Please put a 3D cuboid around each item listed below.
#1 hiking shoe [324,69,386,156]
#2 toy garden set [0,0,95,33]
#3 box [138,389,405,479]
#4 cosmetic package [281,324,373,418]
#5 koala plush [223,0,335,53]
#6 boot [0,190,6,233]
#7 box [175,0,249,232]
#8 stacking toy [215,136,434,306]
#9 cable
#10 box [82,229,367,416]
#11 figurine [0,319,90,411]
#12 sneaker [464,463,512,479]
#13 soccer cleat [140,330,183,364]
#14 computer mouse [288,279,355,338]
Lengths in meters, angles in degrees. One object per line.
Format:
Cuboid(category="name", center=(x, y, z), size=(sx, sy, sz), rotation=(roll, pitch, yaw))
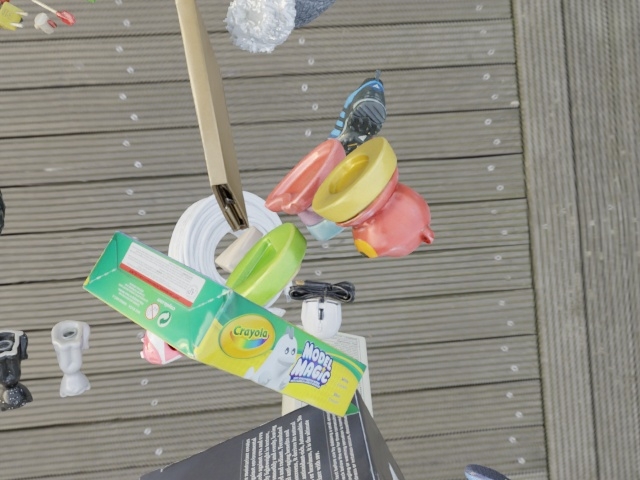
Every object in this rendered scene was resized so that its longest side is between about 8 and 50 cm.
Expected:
Cuboid(category="hiking shoe", center=(0.089, -0.286, 1.610), size=(0.113, 0.304, 0.132), rotation=(23, 57, -16))
Cuboid(category="toy garden set", center=(-0.529, -0.483, 1.227), size=(0.244, 0.049, 0.204), rotation=(17, 79, 18))
Cuboid(category="box", center=(-0.025, 0.380, 0.737), size=(0.293, 0.183, 0.297), rotation=(-25, 113, 6))
Cuboid(category="cosmetic package", center=(0.011, 0.322, 1.225), size=(0.160, 0.310, 0.113), rotation=(12, 128, -9))
Cuboid(category="koala plush", center=(-0.004, -0.290, 0.626), size=(0.221, 0.196, 0.203), rotation=(-31, 124, 34))
Cuboid(category="boot", center=(-0.220, -0.082, 0.276), size=(0.131, 0.348, 0.260), rotation=(-13, 120, -27))
Cuboid(category="box", center=(-0.109, -0.125, 0.655), size=(0.021, 0.164, 0.201), rotation=(-11, 77, -2))
Cuboid(category="stacking toy", center=(0.000, 0.000, 0.862), size=(0.130, 0.309, 0.279), rotation=(43, 89, -18))
Cuboid(category="cable", center=(-0.176, 0.029, 1.264), size=(0.257, 0.089, 0.258), rotation=(2, 88, -38))
Cuboid(category="box", center=(-0.045, 0.060, 0.394), size=(0.105, 0.179, 0.043), rotation=(22, 77, 36))
Cuboid(category="figurine", center=(-0.633, 0.296, 1.444), size=(0.214, 0.092, 0.210), rotation=(-7, 127, -25))
Cuboid(category="sneaker", center=(0.300, 0.426, 1.052), size=(0.144, 0.053, 0.059), rotation=(29, 98, 6))
Cuboid(category="soccer cleat", center=(-0.358, 0.159, 1.446), size=(0.095, 0.083, 0.248), rotation=(-10, 69, 16))
Cuboid(category="computer mouse", center=(0.004, 0.125, 1.053), size=(0.105, 0.193, 0.042), rotation=(2, 58, 4))
